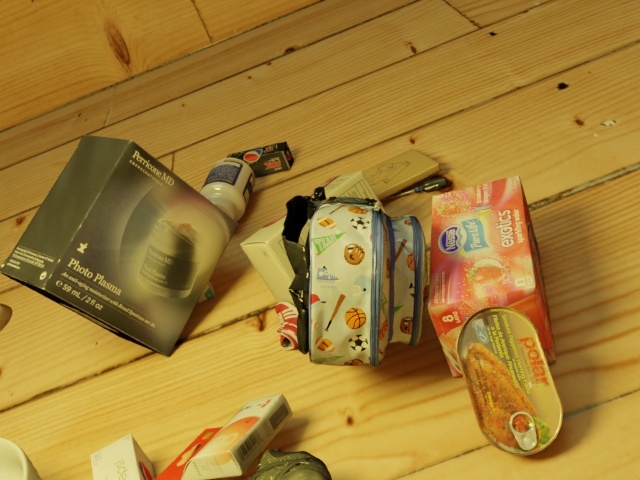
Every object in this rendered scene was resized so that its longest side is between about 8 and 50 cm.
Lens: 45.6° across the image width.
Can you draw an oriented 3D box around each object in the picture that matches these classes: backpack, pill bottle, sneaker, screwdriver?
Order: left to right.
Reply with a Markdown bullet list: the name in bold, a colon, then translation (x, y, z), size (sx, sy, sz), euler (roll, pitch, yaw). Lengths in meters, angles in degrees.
- **pill bottle**: translation (-0.220, -0.100, 1.747), size (0.112, 0.112, 0.186), euler (-13, 31, 17)
- **sneaker**: translation (-0.081, 0.349, 0.973), size (0.228, 0.087, 0.130), euler (-38, 8, 5)
- **sneaker**: translation (-0.060, 0.147, 1.312), size (0.067, 0.042, 0.118), euler (-34, 34, -24)
- **backpack**: translation (0.051, 0.065, 1.103), size (0.213, 0.276, 0.263), euler (-4, 8, 12)
- **screwdriver**: translation (0.179, -0.098, 1.562), size (0.170, 0.024, 0.025), euler (-16, 2, 15)

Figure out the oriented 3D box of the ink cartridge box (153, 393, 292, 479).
- **ink cartridge box**: translation (-0.147, 0.284, 1.090), size (0.179, 0.045, 0.145), euler (-15, 14, 33)

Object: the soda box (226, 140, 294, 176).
- **soda box**: translation (-0.156, -0.197, 1.908), size (0.169, 0.060, 0.053), euler (-10, 33, 21)

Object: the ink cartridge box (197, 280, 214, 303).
- **ink cartridge box**: translation (-0.258, 0.103, 1.512), size (0.083, 0.048, 0.028), euler (-22, 31, 5)

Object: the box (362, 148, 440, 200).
- **box**: translation (0.137, -0.132, 1.627), size (0.201, 0.021, 0.164), euler (-27, 23, -5)

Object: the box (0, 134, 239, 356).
- **box**: translation (-0.355, 0.009, 1.391), size (0.183, 0.296, 0.293), euler (11, 69, 43)

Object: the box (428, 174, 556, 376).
- **box**: translation (0.254, 0.046, 1.158), size (0.154, 0.142, 0.300), euler (-13, 32, 19)

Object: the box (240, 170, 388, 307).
- **box**: translation (0.000, 0.000, 1.376), size (0.232, 0.148, 0.127), euler (-37, 15, -23)

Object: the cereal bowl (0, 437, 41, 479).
- **cereal bowl**: translation (-0.526, 0.446, 1.057), size (0.339, 0.141, 0.339), euler (-18, 31, 11)

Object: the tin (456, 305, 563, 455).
- **tin**: translation (0.241, 0.177, 0.967), size (0.106, 0.040, 0.189), euler (-21, 67, 18)

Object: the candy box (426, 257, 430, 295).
- **candy box**: translation (0.105, 0.090, 1.306), size (0.206, 0.027, 0.105), euler (-26, 32, -5)

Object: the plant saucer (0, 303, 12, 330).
- **plant saucer**: translation (-0.796, 0.195, 1.754), size (0.169, 0.029, 0.168), euler (-17, 30, 10)

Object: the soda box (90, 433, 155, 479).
- **soda box**: translation (-0.266, 0.372, 1.062), size (0.069, 0.073, 0.216), euler (-28, 31, -7)
